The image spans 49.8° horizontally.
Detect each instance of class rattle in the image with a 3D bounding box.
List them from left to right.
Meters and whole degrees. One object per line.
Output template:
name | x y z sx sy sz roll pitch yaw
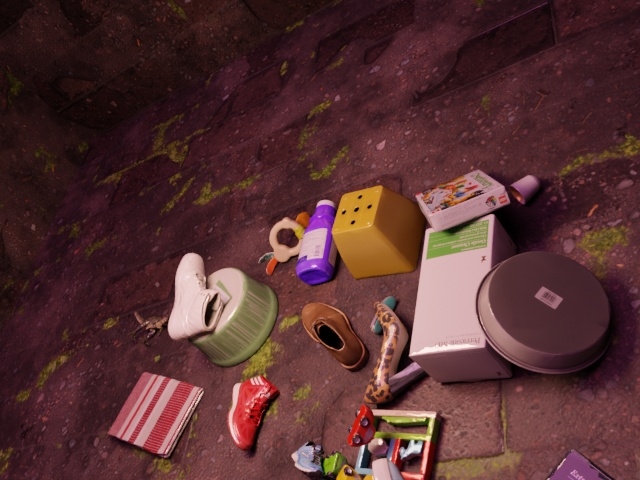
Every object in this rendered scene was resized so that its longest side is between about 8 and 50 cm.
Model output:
rattle | -0.120 0.004 2.301 0.199 0.130 0.143 -62 18 25

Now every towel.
towel | -0.527 0.553 2.216 0.329 0.037 0.237 2 56 43

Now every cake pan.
cake pan | 0.479 0.140 1.469 0.293 0.054 0.293 -1 54 1

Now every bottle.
bottle | 0.000 0.000 2.163 0.118 0.092 0.283 -18 45 32

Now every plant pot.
plant pot | 0.154 -0.036 1.968 0.212 0.187 0.212 -10 50 38

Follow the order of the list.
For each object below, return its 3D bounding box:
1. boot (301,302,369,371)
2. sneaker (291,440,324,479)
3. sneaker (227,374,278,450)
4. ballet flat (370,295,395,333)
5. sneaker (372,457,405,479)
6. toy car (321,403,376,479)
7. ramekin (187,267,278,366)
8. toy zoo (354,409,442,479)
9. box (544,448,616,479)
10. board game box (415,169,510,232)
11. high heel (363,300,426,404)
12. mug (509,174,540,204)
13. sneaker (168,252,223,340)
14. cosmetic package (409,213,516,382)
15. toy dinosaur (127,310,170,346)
boot | 0.017 0.239 1.909 0.112 0.115 0.305 -50 36 -1
sneaker | -0.023 0.530 1.682 0.073 0.063 0.162 -52 14 -6
sneaker | -0.183 0.465 1.918 0.128 0.087 0.221 -33 40 20
ballet flat | 0.164 0.200 1.865 0.041 0.041 0.114 7 60 47
sneaker | 0.225 0.587 1.371 0.150 0.135 0.366 -23 53 -5
toy car | 0.060 0.517 1.604 0.225 0.053 0.239 128 164 -57
ramekin | -0.297 0.233 2.190 0.303 0.148 0.303 -26 41 25
toy zoo | 0.160 0.529 1.566 0.192 0.030 0.293 -10 50 39
box | 0.415 0.592 1.079 0.395 0.212 0.293 -49 45 -3
board game box | 0.361 -0.108 1.798 0.193 0.053 0.305 -22 12 6
high heel | 0.144 0.282 1.755 0.186 0.093 0.261 -36 46 4
mug | 0.534 -0.141 1.803 0.064 0.062 0.078 -38 43 -1
sneaker | -0.362 0.159 2.120 0.169 0.108 0.292 -17 55 31
cosmetic package | 0.348 0.140 1.644 0.197 0.155 0.365 -15 46 33
toy dinosaur | -0.634 0.319 2.519 0.268 0.064 0.118 -1 49 46
